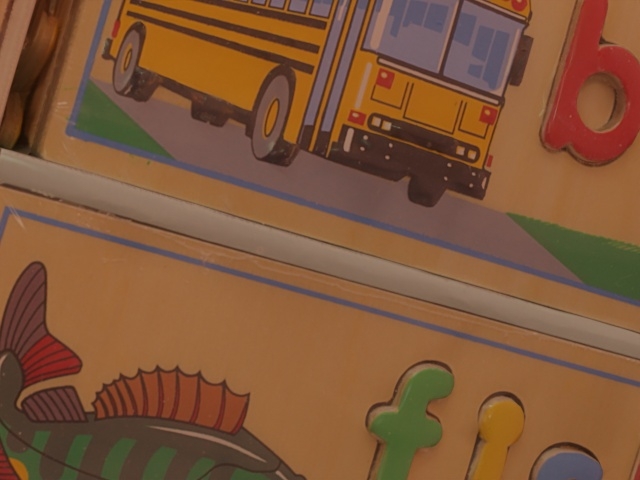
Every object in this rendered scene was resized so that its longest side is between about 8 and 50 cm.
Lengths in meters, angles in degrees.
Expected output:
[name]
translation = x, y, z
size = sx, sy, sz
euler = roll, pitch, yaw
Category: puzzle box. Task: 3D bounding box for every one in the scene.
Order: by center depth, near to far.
[puzzle box]
translation = 0.000, 0.000, 0.416
size = 0.052, 0.408, 0.272
euler = 15, 89, 64
